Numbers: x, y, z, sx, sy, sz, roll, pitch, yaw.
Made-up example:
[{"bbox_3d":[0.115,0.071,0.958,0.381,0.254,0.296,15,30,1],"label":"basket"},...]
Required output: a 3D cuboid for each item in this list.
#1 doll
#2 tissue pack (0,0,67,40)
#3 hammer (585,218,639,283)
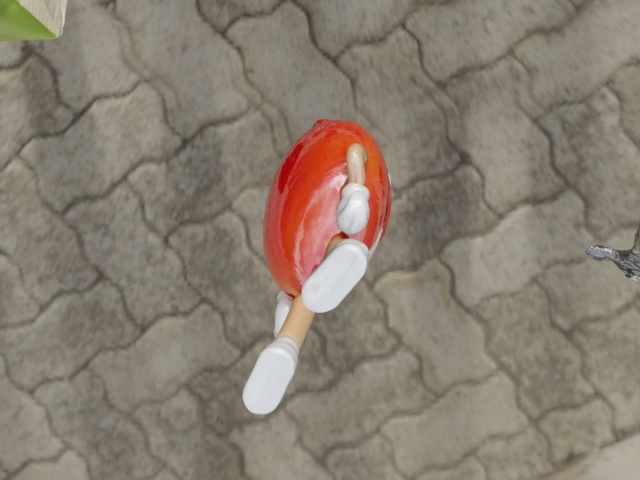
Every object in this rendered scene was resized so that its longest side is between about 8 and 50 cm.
[{"bbox_3d":[0.000,0.000,0.943,0.085,0.217,0.183,20,127,-12],"label":"doll"},{"bbox_3d":[-0.440,-0.321,1.476,0.275,0.200,0.167,0,73,15],"label":"tissue pack"},{"bbox_3d":[0.311,-0.044,1.224,0.125,0.027,0.297,18,151,18],"label":"hammer"}]
